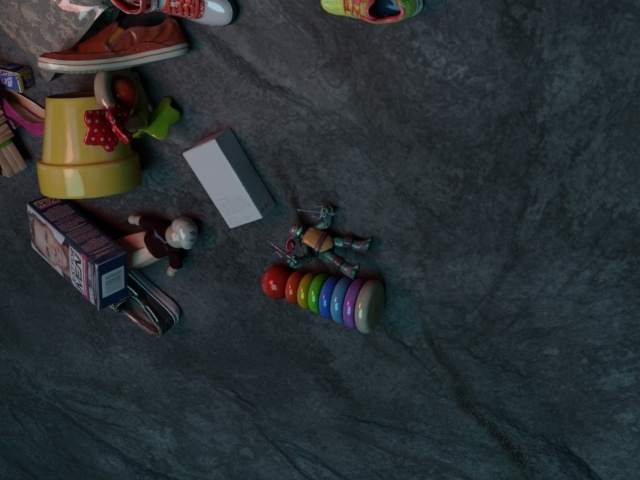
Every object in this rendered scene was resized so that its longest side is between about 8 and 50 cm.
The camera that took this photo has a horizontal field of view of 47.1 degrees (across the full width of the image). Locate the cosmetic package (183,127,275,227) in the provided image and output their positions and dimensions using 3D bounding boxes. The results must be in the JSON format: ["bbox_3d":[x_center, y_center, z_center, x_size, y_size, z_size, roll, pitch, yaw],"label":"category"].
[{"bbox_3d":[-0.226,-0.154,1.831,0.117,0.085,0.231,-16,113,33],"label":"cosmetic package"}]

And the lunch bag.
[{"bbox_3d":[-0.596,-0.549,1.671,0.235,0.169,0.287,50,133,-9],"label":"lunch bag"}]

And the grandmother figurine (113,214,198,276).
[{"bbox_3d":[-0.464,0.016,2.059,0.343,0.104,0.208,-20,121,38],"label":"grandmother figurine"}]

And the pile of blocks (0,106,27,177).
[{"bbox_3d":[-0.922,-0.307,1.984,0.149,0.113,0.362,33,146,23],"label":"pile of blocks"}]

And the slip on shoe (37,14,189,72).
[{"bbox_3d":[-0.463,-0.434,1.638,0.123,0.332,0.101,-155,51,-67],"label":"slip on shoe"}]

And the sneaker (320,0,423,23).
[{"bbox_3d":[0.090,-0.469,1.445,0.209,0.094,0.081,8,127,23],"label":"sneaker"}]

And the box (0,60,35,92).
[{"bbox_3d":[-0.846,-0.440,1.946,0.169,0.054,0.059,13,128,16],"label":"box"}]

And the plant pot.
[{"bbox_3d":[-0.592,-0.248,1.849,0.254,0.254,0.238,5,109,23],"label":"plant pot"}]

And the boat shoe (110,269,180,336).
[{"bbox_3d":[-0.578,0.161,2.199,0.335,0.119,0.121,34,131,0],"label":"boat shoe"}]

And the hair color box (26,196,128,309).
[{"bbox_3d":[-0.695,0.026,2.096,0.347,0.105,0.173,35,134,28],"label":"hair color box"}]

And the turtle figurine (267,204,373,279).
[{"bbox_3d":[0.000,0.000,1.814,0.234,0.118,0.175,24,89,7],"label":"turtle figurine"}]

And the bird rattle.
[{"bbox_3d":[-0.476,-0.315,1.746,0.143,0.254,0.206,-18,90,34],"label":"bird rattle"}]

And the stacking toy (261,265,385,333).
[{"bbox_3d":[-0.007,0.141,1.910,0.331,0.141,0.141,11,127,25],"label":"stacking toy"}]

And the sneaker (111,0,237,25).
[{"bbox_3d":[-0.326,-0.513,1.582,0.270,0.145,0.090,26,130,7],"label":"sneaker"}]

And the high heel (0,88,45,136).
[{"bbox_3d":[-0.770,-0.351,1.960,0.244,0.082,0.117,16,133,28],"label":"high heel"}]
